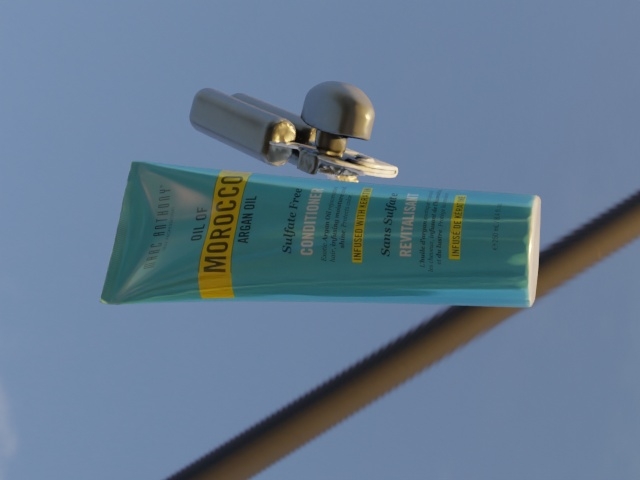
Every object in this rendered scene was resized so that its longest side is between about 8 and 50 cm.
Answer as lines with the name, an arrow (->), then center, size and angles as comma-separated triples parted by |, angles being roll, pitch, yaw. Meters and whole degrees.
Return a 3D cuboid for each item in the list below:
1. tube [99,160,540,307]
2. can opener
tube -> 0.000, 0.000, 0.695 | 0.207, 0.052, 0.080 | 2, -123, 13
can opener -> -0.024, -0.106, 1.325 | 0.280, 0.074, 0.093 | 20, -80, 55
